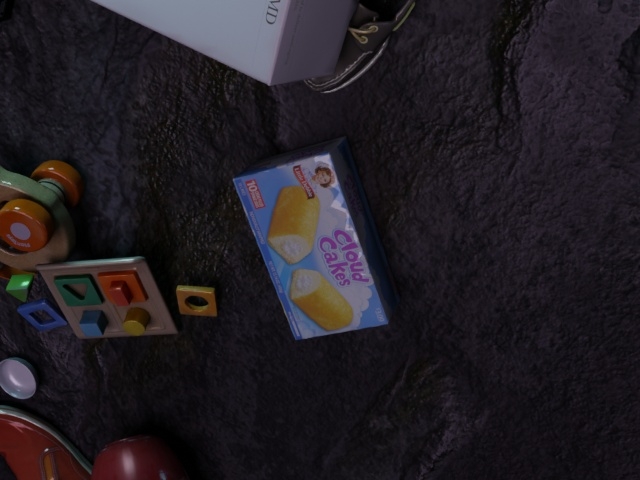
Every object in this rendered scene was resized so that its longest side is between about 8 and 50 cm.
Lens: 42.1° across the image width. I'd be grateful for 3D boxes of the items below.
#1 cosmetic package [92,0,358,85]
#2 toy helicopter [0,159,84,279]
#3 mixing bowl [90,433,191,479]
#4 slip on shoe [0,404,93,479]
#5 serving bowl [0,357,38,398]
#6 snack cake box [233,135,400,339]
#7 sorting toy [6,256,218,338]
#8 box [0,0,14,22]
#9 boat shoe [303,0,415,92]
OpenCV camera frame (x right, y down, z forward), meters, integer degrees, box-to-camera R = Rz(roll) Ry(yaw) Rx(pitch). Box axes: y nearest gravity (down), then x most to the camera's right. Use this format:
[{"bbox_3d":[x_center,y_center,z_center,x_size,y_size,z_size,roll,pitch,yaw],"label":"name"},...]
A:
[{"bbox_3d":[-0.138,-0.348,1.007,0.366,0.155,0.196,28,119,24],"label":"cosmetic package"},{"bbox_3d":[-0.562,-0.044,1.319,0.355,0.140,0.235,21,130,-3],"label":"toy helicopter"},{"bbox_3d":[-0.324,0.397,1.448,0.181,0.181,0.098,-24,71,26],"label":"mixing bowl"},{"bbox_3d":[-0.517,0.430,1.548,0.331,0.101,0.123,42,120,-1],"label":"slip on shoe"},{"bbox_3d":[-0.549,0.248,1.520,0.083,0.027,0.083,7,114,16],"label":"serving bowl"},{"bbox_3d":[0.000,0.000,1.196,0.152,0.089,0.264,-13,108,24],"label":"snack cake box"},{"bbox_3d":[-0.337,0.104,1.323,0.348,0.047,0.196,-5,136,12],"label":"sorting toy"},{"bbox_3d":[-0.518,-0.474,1.173,0.216,0.060,0.270,28,119,2],"label":"box"},{"bbox_3d":[0.061,-0.305,1.040,0.109,0.091,0.305,39,119,-1],"label":"boat shoe"}]
